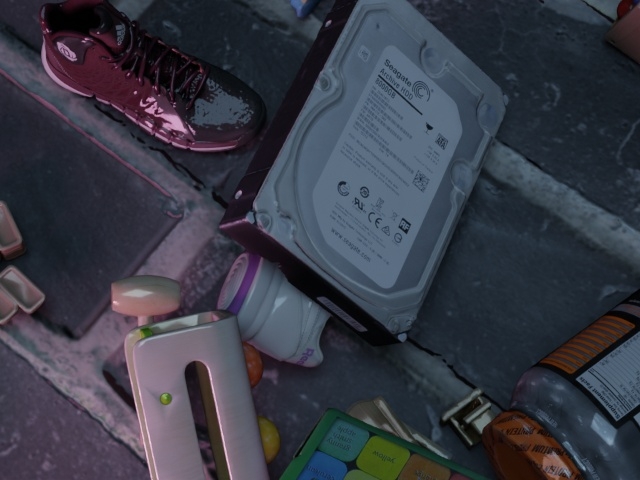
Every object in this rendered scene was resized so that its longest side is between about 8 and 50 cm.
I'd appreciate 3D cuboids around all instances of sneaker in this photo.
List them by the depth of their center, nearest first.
[{"bbox_3d":[0.000,0.000,1.562,0.152,0.114,0.305,32,69,-16],"label":"sneaker"},{"bbox_3d":[-0.199,-0.195,1.580,0.281,0.162,0.106,19,73,7],"label":"sneaker"}]

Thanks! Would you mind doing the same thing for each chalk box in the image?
[{"bbox_3d":[0.043,0.285,1.253,0.180,0.289,0.179,24,56,18],"label":"chalk box"}]

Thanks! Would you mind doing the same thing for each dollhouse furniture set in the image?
[{"bbox_3d":[0.104,0.181,1.444,0.161,0.182,0.101,-36,75,-10],"label":"dollhouse furniture set"}]

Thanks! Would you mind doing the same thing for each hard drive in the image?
[{"bbox_3d":[0.059,-0.089,1.511,0.237,0.064,0.339,39,60,-25],"label":"hard drive"}]

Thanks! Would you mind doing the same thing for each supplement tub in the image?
[{"bbox_3d":[0.332,0.163,1.430,0.316,0.193,0.193,-33,75,-14],"label":"supplement tub"}]

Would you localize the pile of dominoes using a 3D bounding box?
[{"bbox_3d":[-0.451,0.043,1.558,0.251,0.040,0.196,-25,74,-13],"label":"pile of dominoes"}]

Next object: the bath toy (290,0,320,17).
[{"bbox_3d":[-0.121,-0.416,1.678,0.348,0.151,0.129,38,119,11],"label":"bath toy"}]

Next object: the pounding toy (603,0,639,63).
[{"bbox_3d":[0.397,-0.291,1.632,0.100,0.130,0.141,35,76,-1],"label":"pounding toy"}]

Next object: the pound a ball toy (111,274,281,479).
[{"bbox_3d":[-0.119,0.189,1.454,0.135,0.208,0.319,-12,93,-12],"label":"pound a ball toy"}]
